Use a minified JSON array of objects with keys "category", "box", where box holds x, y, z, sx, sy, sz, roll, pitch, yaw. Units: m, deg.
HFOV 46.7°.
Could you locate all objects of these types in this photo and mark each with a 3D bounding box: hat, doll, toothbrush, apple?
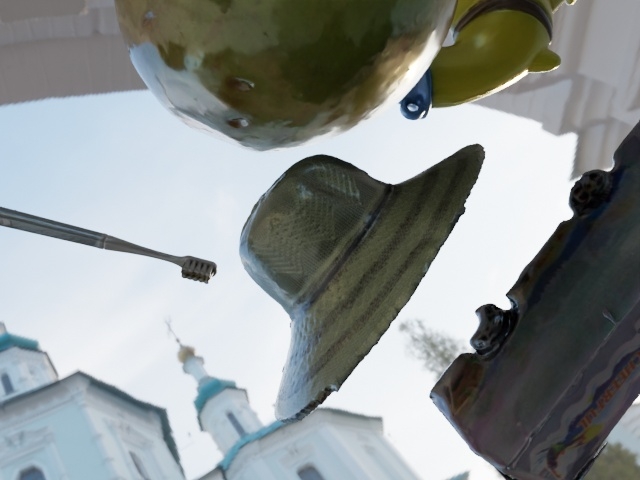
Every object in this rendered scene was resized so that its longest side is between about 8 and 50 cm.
[{"category":"hat","box":[0.000,0.000,0.544,0.110,0.252,0.252,37,-85,-4]},{"category":"doll","box":[0.235,-0.283,1.050,0.363,0.199,0.145,-44,-20,-22]},{"category":"toothbrush","box":[-0.297,-0.002,0.933,0.342,0.030,0.025,16,-59,-1]},{"category":"apple","box":[-0.033,-0.257,0.709,0.338,0.305,0.339,4,-100,-22]}]

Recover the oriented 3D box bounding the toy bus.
[{"category":"toy bus","box":[0.234,0.057,0.626,0.112,0.138,0.317,28,-78,-26]}]
